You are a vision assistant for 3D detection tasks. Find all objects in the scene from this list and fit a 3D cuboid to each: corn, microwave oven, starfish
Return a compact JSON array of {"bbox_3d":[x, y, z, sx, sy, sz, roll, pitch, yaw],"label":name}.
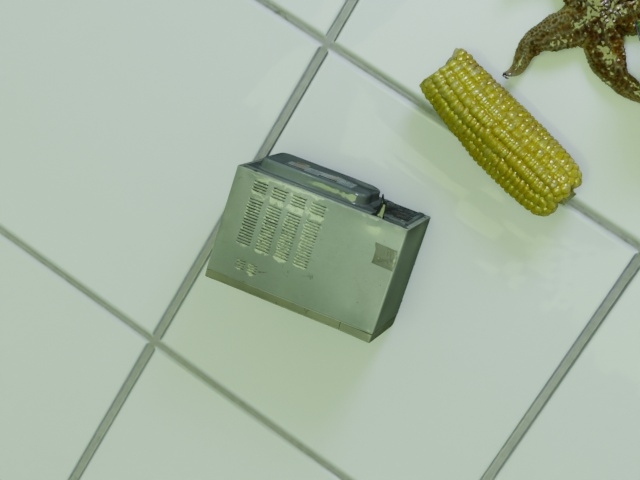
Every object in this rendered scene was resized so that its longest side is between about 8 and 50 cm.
[{"bbox_3d":[0.228,-0.135,1.739,0.244,0.093,0.093,47,108,9],"label":"corn"},{"bbox_3d":[0.000,0.000,1.804,0.240,0.145,0.194,21,101,14],"label":"microwave oven"},{"bbox_3d":[0.349,-0.278,1.696,0.236,0.062,0.277,47,111,5],"label":"starfish"}]

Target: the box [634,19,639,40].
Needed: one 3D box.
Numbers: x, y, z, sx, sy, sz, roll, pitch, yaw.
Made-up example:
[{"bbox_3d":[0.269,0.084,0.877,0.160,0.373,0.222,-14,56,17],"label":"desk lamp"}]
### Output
[{"bbox_3d":[0.553,-0.244,1.591,0.345,0.097,0.134,-16,116,14],"label":"box"}]
